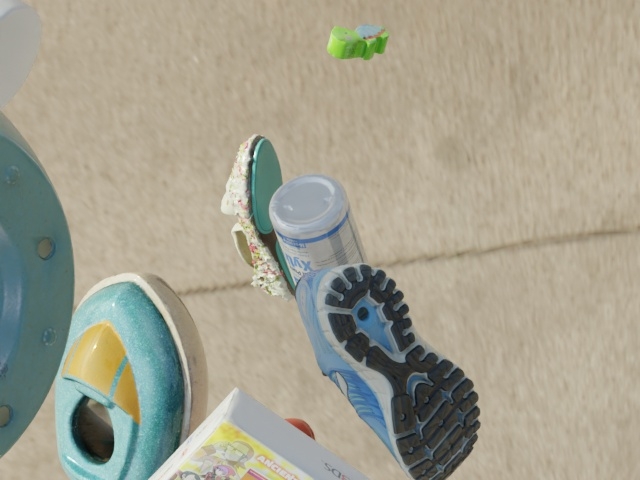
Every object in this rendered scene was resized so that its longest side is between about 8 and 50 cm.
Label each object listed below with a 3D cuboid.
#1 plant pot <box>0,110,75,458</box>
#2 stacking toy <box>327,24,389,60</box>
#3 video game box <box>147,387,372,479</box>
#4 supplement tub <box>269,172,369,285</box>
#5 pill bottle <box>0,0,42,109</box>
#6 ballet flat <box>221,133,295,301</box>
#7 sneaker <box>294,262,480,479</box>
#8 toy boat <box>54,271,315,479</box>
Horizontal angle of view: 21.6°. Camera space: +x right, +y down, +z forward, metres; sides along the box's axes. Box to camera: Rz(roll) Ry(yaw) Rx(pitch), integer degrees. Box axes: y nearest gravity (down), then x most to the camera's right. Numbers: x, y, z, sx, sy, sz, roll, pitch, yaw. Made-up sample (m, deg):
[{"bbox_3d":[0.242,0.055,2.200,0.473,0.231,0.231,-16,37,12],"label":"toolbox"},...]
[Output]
[{"bbox_3d":[-0.268,0.018,0.841,0.235,0.293,0.293,11,74,36],"label":"plant pot"},{"bbox_3d":[0.089,-0.245,1.301,0.052,0.167,0.221,36,46,24],"label":"stacking toy"},{"bbox_3d":[-0.038,0.230,1.281,0.205,0.048,0.187,36,125,-11],"label":"video game box"},{"bbox_3d":[0.000,0.000,1.463,0.071,0.107,0.071,-9,46,10],"label":"supplement tub"},{"bbox_3d":[-0.316,-0.178,1.233,0.208,0.119,0.119,31,81,14],"label":"pill bottle"},{"bbox_3d":[-0.078,-0.023,2.023,0.077,0.241,0.091,5,39,26],"label":"ballet flat"},{"bbox_3d":[0.038,0.076,0.993,0.063,0.073,0.162,-38,114,-21],"label":"sneaker"},{"bbox_3d":[-0.163,0.177,1.706,0.318,0.148,0.267,18,111,37],"label":"toy boat"}]
